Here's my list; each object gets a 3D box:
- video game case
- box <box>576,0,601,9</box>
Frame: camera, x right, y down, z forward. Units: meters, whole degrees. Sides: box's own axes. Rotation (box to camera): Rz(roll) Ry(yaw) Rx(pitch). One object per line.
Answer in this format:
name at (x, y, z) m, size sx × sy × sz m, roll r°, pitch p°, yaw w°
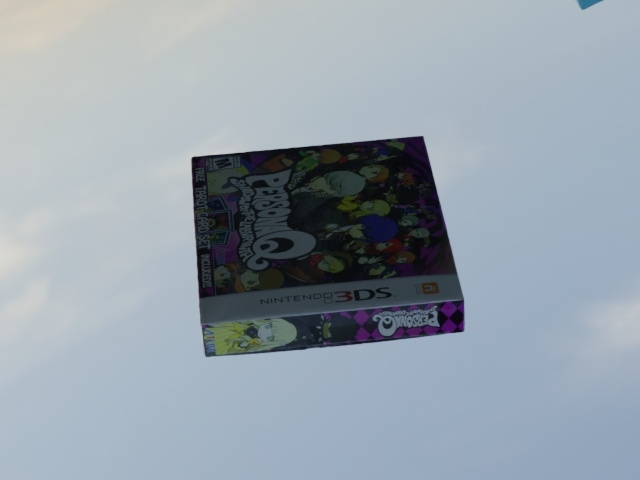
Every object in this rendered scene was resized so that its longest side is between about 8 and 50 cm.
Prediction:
video game case at (0.000, 0.000, 1.417) m, size 0.210 × 0.042 × 0.232 m, roll -5°, pitch -142°, yaw -2°
box at (0.203, -0.275, 1.234) m, size 0.100 × 0.244 × 0.060 m, roll -27°, pitch -121°, yaw 4°
